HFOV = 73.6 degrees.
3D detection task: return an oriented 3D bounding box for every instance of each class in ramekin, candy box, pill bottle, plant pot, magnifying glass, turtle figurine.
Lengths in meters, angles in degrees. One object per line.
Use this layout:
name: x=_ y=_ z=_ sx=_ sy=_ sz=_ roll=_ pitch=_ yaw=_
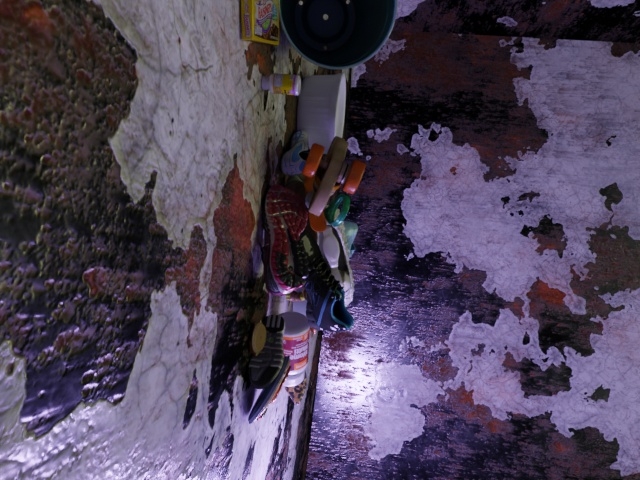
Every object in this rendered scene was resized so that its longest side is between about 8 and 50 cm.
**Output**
ramekin: x=0.005 y=-0.430 z=1.466 sx=0.277 sy=0.135 sz=0.278 roll=6 pitch=90 yaw=-83
candy box: x=-0.117 y=-0.451 z=0.854 sx=0.206 sy=0.027 sz=0.105 roll=-69 pitch=161 yaw=-66
pill bottle: x=-0.087 y=-0.350 z=0.956 sx=0.043 sy=0.083 sz=0.044 roll=7 pitch=90 yaw=-83
pill bottle: x=-0.097 y=0.351 z=1.377 sx=0.121 sy=0.121 sz=0.221 roll=-70 pitch=164 yaw=-65
plant pot: x=0.028 y=-0.572 z=1.068 sx=0.255 sy=0.271 sz=0.272 roll=-105 pitch=-163 yaw=-68
magnifying glass: x=0.027 y=-0.081 z=1.236 sx=0.231 sy=0.026 sz=0.092 roll=-8 pitch=-118 yaw=71
turtle figurine: x=-0.036 y=0.160 z=1.438 sx=0.217 sy=0.087 sz=0.270 roll=12 pitch=-77 yaw=60

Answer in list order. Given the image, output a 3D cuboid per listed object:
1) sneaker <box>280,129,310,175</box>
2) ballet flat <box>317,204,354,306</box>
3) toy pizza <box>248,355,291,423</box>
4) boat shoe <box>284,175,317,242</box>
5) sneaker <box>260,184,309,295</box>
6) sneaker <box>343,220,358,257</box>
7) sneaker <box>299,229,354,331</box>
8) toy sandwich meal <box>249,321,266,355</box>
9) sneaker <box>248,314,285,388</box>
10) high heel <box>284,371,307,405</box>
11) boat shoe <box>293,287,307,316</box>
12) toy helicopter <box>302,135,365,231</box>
sneaker: x=-0.058 y=-0.265 z=1.295 sx=0.237 sy=0.086 sz=0.085 roll=-77 pitch=169 yaw=-52
ballet flat: x=0.036 y=0.083 z=1.448 sx=0.147 sy=0.146 sz=0.409 roll=-71 pitch=153 yaw=-62
toy pizza: x=-0.131 y=0.406 z=1.158 sx=0.201 sy=0.032 sz=0.201 roll=-57 pitch=-178 yaw=3
boat shoe: x=-0.066 y=-0.062 z=1.330 sx=0.089 sy=0.104 sz=0.286 roll=-108 pitch=-163 yaw=-59
sneaker: x=-0.107 y=-0.008 z=1.088 sx=0.112 sy=0.120 sz=0.300 roll=-36 pitch=-133 yaw=48
sneaker: x=0.059 y=0.066 z=1.639 sx=0.366 sy=0.150 sz=0.135 roll=109 pitch=-30 yaw=-50
sneaker: x=0.006 y=0.116 z=1.256 sx=0.125 sy=0.139 sz=0.341 roll=-37 pitch=115 yaw=-39
toy sandwich meal: x=-0.166 y=0.252 z=1.103 sx=0.085 sy=0.029 sz=0.086 roll=2 pitch=90 yaw=-73
sneaker: x=-0.138 y=0.330 z=1.180 sx=0.229 sy=0.086 sz=0.132 roll=-78 pitch=173 yaw=-49
high heel: x=-0.094 y=0.444 z=1.559 sx=0.186 sy=0.093 sz=0.261 roll=99 pitch=-13 yaw=-45
boat shoe: x=-0.059 y=0.160 z=1.609 sx=0.105 sy=0.113 sz=0.307 roll=134 pitch=-49 yaw=-77
toy helicopter: x=0.023 y=-0.183 z=1.189 sx=0.355 sy=0.140 sz=0.235 roll=-76 pitch=-172 yaw=-56
